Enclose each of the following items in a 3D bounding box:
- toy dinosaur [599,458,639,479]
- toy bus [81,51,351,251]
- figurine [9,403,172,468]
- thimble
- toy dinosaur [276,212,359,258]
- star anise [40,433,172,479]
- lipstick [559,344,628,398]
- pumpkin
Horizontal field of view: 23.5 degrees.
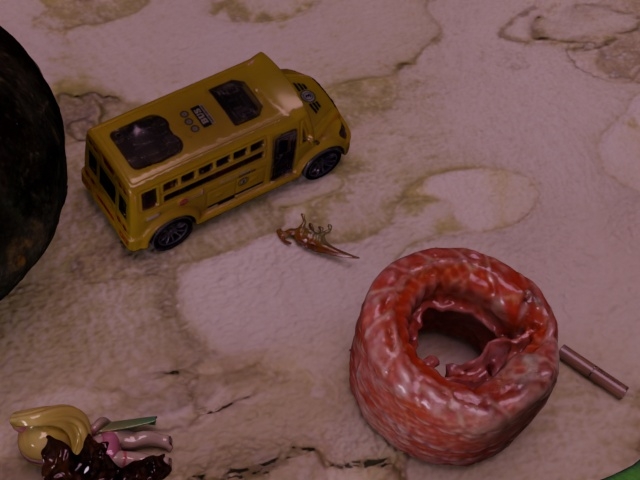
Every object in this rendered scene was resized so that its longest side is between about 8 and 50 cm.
[{"bbox_3d":[0.162,0.298,1.707,0.374,0.144,0.500,22,54,16],"label":"toy dinosaur"},{"bbox_3d":[-0.119,-0.122,1.894,0.331,0.151,0.145,-27,63,-22],"label":"toy bus"},{"bbox_3d":[-0.253,0.219,1.707,0.187,0.083,0.083,11,56,-13],"label":"figurine"},{"bbox_3d":[0.152,0.132,1.766,0.239,0.162,0.239,4,57,-5],"label":"thimble"},{"bbox_3d":[0.000,-0.004,1.909,0.113,0.026,0.041,15,63,12],"label":"toy dinosaur"},{"bbox_3d":[-0.245,0.293,1.624,0.220,0.126,0.190,-32,73,-20],"label":"star anise"},{"bbox_3d":[0.328,0.158,1.861,0.094,0.019,0.019,34,59,13],"label":"lipstick"},{"bbox_3d":[-0.499,-0.081,1.698,0.454,0.344,0.454,-4,57,7],"label":"pumpkin"}]
